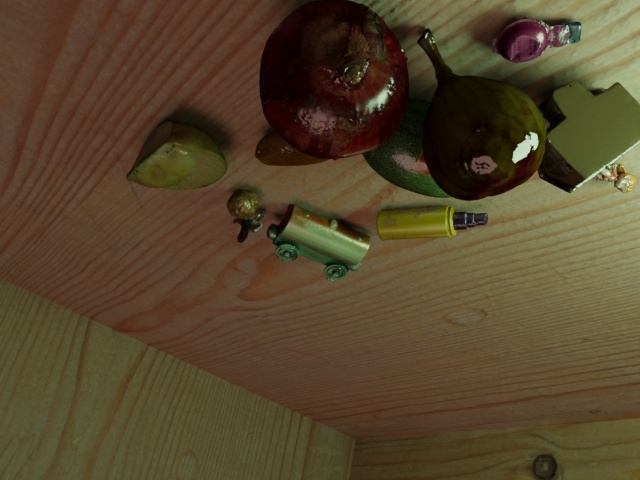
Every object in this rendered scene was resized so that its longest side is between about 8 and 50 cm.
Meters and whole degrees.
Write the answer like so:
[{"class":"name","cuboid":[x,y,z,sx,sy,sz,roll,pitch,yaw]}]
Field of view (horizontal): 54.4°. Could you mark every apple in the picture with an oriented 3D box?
[{"class":"apple","cuboid":[-0.332,-0.202,1.509,0.193,0.120,0.265,18,154,-33]}]

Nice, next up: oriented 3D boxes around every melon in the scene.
[{"class":"melon","cuboid":[0.196,-0.189,1.251,0.287,0.182,0.182,18,149,-11]}]

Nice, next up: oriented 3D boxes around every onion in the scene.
[{"class":"onion","cuboid":[0.023,-0.279,1.087,0.276,0.276,0.276,10,149,6]}]

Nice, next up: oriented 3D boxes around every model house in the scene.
[{"class":"model house","cuboid":[0.482,-0.196,1.198,0.176,0.180,0.248,53,180,8]}]

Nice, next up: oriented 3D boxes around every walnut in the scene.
[{"class":"walnut","cuboid":[-0.206,-0.098,1.661,0.096,0.079,0.083,-17,99,52]}]

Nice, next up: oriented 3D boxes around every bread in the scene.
[{"class":"bread","cuboid":[-0.058,-0.215,1.415,0.189,0.078,0.114,1,167,19]}]

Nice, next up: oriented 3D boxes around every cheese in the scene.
[{"class":"cheese","cuboid":[0.370,-0.346,1.069,0.145,0.038,0.095,-4,147,16]}]

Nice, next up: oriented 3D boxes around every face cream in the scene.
[{"class":"face cream","cuboid":[0.279,-0.045,1.555,0.273,0.078,0.078,-3,146,26]}]

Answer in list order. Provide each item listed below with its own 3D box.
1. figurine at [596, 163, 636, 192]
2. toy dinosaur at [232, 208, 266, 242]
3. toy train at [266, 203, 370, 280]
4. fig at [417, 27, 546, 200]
[{"class":"figurine","cuboid":[0.609,-0.139,1.306,0.109,0.047,0.064,24,156,-1]},{"class":"toy dinosaur","cuboid":[-0.207,-0.038,1.731,0.187,0.106,0.044,-18,137,41]},{"class":"toy train","cuboid":[0.000,0.000,1.721,0.285,0.116,0.177,23,136,-15]},{"class":"fig","cuboid":[0.260,-0.236,1.091,0.216,0.321,0.217,-20,169,-4]}]
